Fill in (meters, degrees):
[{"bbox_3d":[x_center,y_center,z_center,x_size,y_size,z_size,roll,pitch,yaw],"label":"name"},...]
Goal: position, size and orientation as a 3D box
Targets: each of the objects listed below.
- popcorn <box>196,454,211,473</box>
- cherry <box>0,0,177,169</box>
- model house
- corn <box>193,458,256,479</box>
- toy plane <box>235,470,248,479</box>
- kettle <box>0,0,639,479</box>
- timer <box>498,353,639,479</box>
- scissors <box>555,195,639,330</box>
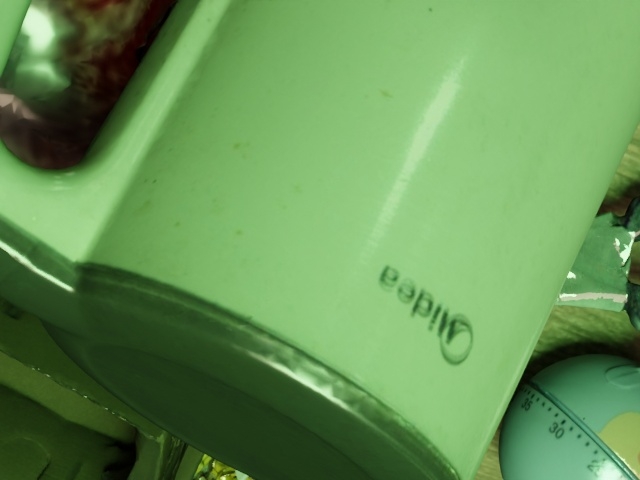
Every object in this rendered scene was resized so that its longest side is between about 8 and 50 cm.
[{"bbox_3d":[-0.117,0.137,0.852,0.116,0.120,0.106,-23,150,16],"label":"popcorn"},{"bbox_3d":[-0.203,-0.131,0.654,0.300,0.203,0.230,5,121,-6],"label":"cherry"},{"bbox_3d":[-0.162,0.075,0.744,0.211,0.243,0.204,25,126,2],"label":"model house"},{"bbox_3d":[0.017,0.243,0.923,0.293,0.106,0.106,29,112,-15],"label":"corn"},{"bbox_3d":[0.009,0.158,0.853,0.174,0.174,0.080,31,140,-18],"label":"toy plane"},{"bbox_3d":[-0.001,-0.094,0.551,0.361,0.250,0.376,38,65,-24],"label":"kettle"},{"bbox_3d":[0.264,0.147,0.848,0.256,0.175,0.175,-26,116,13],"label":"timer"},{"bbox_3d":[0.176,0.021,0.796,0.384,0.029,0.255,-1,83,2],"label":"scissors"}]
